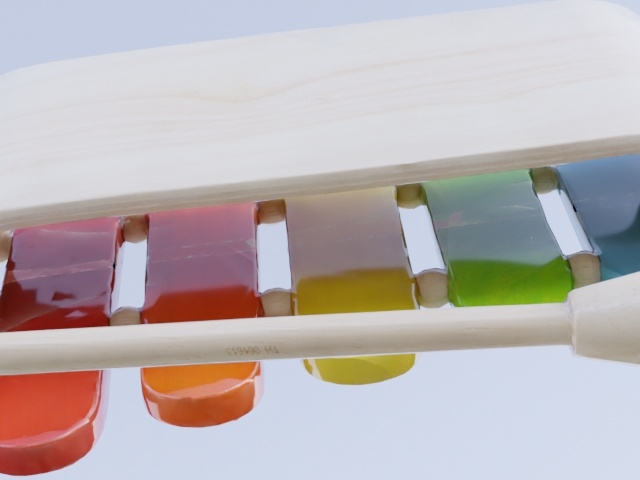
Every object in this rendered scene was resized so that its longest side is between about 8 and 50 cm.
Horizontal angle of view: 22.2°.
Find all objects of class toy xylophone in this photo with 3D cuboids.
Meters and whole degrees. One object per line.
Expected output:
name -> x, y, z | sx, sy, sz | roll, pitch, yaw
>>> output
toy xylophone -> 0.000, 0.000, 0.535 | 0.322, 0.236, 0.081 | -3, -61, 7
